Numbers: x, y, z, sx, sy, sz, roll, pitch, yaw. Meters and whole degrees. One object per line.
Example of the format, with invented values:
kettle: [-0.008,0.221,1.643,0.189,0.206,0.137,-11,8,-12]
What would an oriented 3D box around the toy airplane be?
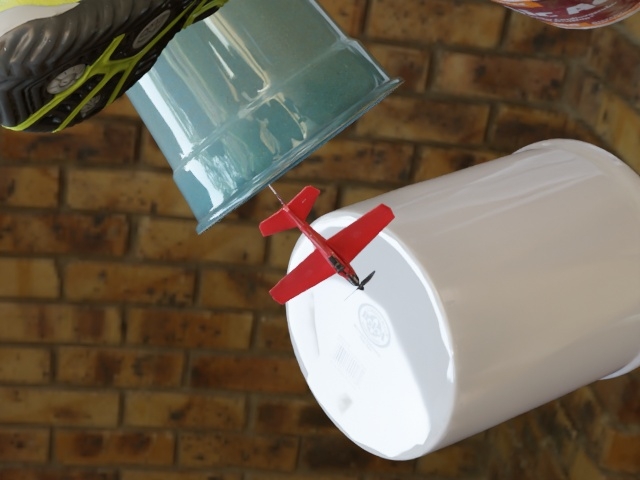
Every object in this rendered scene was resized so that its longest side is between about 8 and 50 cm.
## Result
toy airplane: [0.000,0.000,1.166,0.151,0.151,0.028,2,-155,-13]

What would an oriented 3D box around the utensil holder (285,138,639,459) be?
utensil holder: [0.198,0.065,1.479,0.386,0.327,0.328,-16,-146,-37]

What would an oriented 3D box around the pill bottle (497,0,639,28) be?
pill bottle: [0.215,-0.330,1.134,0.224,0.224,0.392,19,-169,23]

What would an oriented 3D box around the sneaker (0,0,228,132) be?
sneaker: [-0.159,-0.212,0.903,0.147,0.145,0.384,43,-139,-4]

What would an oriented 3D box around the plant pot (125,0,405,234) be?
plant pot: [-0.121,-0.241,1.568,0.334,0.341,0.341,54,-150,-4]
